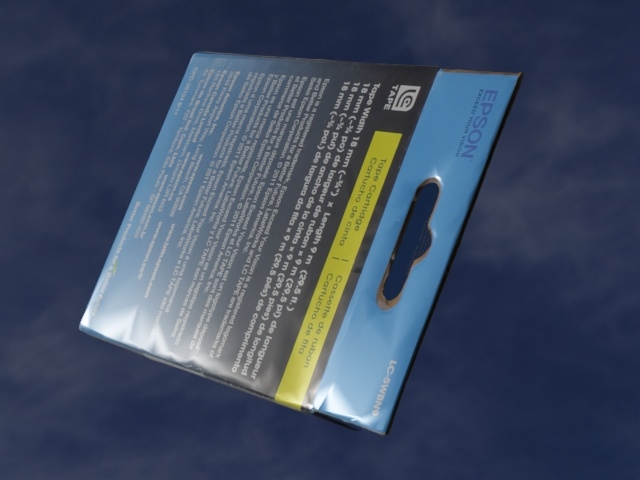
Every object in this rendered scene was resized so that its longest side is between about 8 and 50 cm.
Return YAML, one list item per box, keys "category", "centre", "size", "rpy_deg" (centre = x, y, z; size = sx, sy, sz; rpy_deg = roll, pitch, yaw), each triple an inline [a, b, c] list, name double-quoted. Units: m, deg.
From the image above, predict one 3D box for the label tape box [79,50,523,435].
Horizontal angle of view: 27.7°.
- category: "label tape box"
  centre: [0.000, 0.000, 0.913]
  size: [0.106, 0.333, 0.241]
  rpy_deg: [29, -101, -42]
